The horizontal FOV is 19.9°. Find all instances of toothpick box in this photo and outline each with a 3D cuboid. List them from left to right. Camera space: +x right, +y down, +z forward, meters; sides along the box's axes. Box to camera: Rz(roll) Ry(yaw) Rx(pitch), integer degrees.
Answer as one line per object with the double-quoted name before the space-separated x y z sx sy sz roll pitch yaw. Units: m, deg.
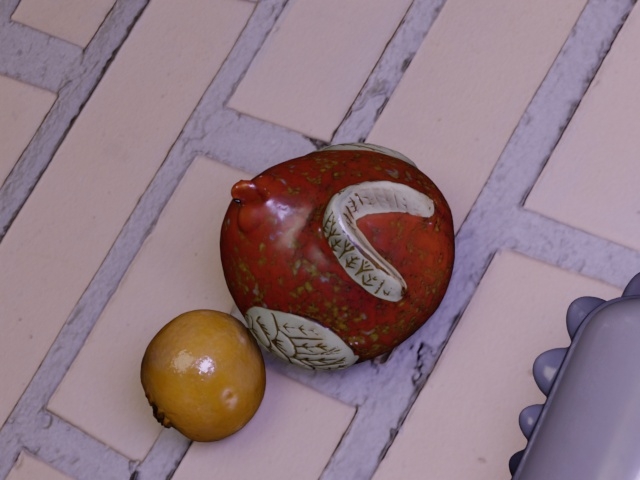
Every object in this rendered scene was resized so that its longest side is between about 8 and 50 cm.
"toothpick box" 0.271 0.181 1.526 0.229 0.229 0.316 12 71 39

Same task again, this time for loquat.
"loquat" -0.122 0.140 1.888 0.141 0.141 0.141 -17 55 27

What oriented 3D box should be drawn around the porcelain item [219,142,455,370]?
"porcelain item" 0.000 0.000 1.816 0.253 0.253 0.253 -17 55 27
